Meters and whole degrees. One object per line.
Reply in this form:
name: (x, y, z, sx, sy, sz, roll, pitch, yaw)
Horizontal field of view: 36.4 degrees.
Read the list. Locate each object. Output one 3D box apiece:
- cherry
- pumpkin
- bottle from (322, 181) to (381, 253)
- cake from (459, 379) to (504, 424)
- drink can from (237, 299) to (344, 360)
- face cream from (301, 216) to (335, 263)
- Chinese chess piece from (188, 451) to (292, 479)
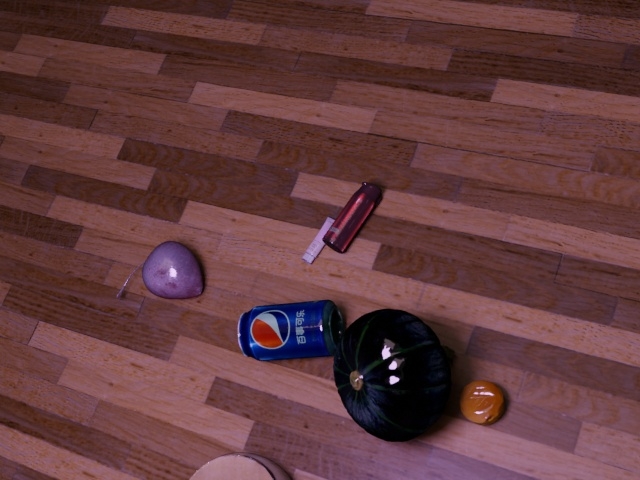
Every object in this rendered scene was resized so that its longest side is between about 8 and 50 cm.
cherry: (-0.343, 0.096, 2.155, 0.148, 0.115, 0.188, 36, 89, -8)
pumpkin: (0.158, 0.247, 1.833, 0.248, 0.248, 0.248, -9, 63, 17)
bottle: (0.072, -0.052, 2.086, 0.060, 0.060, 0.164, 29, 78, 30)
cake: (0.304, 0.305, 1.829, 0.084, 0.044, 0.084, -10, 61, 17)
drink can: (-0.060, 0.185, 1.987, 0.205, 0.118, 0.118, -7, 63, 20)
face cream: (0.000, 0.000, 2.109, 0.038, 0.020, 0.115, 27, 75, 32)
Chinese chess piece: (-0.158, 0.531, 1.866, 0.250, 0.103, 0.249, -9, 63, 18)
